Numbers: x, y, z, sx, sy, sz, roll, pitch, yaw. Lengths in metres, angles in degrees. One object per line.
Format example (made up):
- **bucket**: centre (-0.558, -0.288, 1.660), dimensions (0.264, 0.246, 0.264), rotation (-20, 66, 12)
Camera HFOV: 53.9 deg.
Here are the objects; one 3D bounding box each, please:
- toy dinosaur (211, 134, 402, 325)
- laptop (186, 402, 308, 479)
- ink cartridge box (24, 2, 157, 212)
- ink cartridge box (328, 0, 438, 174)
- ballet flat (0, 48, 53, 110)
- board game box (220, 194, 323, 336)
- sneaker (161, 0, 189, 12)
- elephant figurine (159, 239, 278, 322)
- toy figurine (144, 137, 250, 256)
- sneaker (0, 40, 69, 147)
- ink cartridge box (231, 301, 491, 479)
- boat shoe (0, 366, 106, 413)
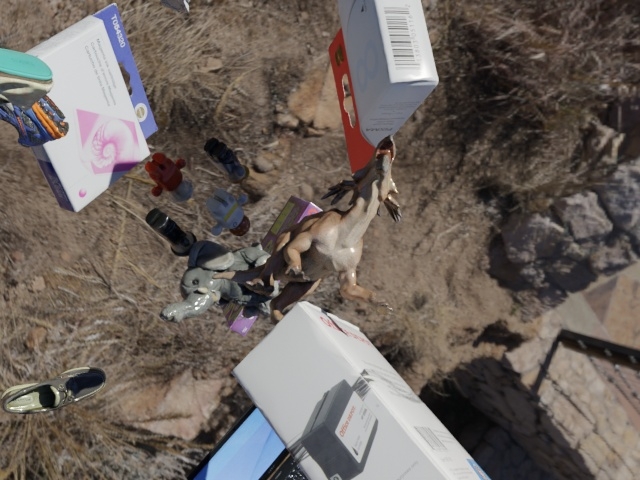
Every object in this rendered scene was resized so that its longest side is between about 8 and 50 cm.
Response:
- **toy dinosaur**: centre (0.000, 0.000, 0.830), dimensions (0.127, 0.295, 0.200), rotation (42, 45, -32)
- **laptop**: centre (-0.061, 0.444, 1.161), dimensions (0.264, 0.136, 0.234), rotation (37, 69, 17)
- **ink cartridge box**: centre (-0.475, -0.281, 1.331), dimensions (0.330, 0.071, 0.324), rotation (-51, 146, -36)
- **ink cartridge box**: centre (0.063, -0.324, 1.132), dimensions (0.091, 0.385, 0.308), rotation (-5, 75, -19)
- **ballet flat**: centre (-0.288, -0.134, 0.497), dimensions (0.052, 0.057, 0.168), rotation (-42, 160, 19)
- **board game box**: centre (-0.126, 0.052, 1.547), dimensions (0.056, 0.208, 0.347), rotation (33, 90, -13)
- **sneaker**: centre (-0.342, -0.621, 1.484), dimensions (0.090, 0.235, 0.095), rotation (15, 89, -13)
- **elephant figurine**: centre (-0.217, 0.080, 1.302), dimensions (0.239, 0.186, 0.169), rotation (2, 86, -20)
- **toy figurine**: centre (-0.249, -0.087, 1.313), dimensions (0.209, 0.213, 0.148), rotation (-16, 151, 9)
- **sneaker**: centre (-0.508, -0.237, 1.001), dimensions (0.087, 0.083, 0.221), rotation (-32, 115, 6)
- **ink cartridge box**: centre (0.065, 0.241, 0.763), dimensions (0.129, 0.307, 0.223), rotation (-45, 150, 4)
- **boat shoe**: centre (-0.585, 0.340, 1.392), dimensions (0.223, 0.073, 0.080), rotation (-10, 98, -26)
